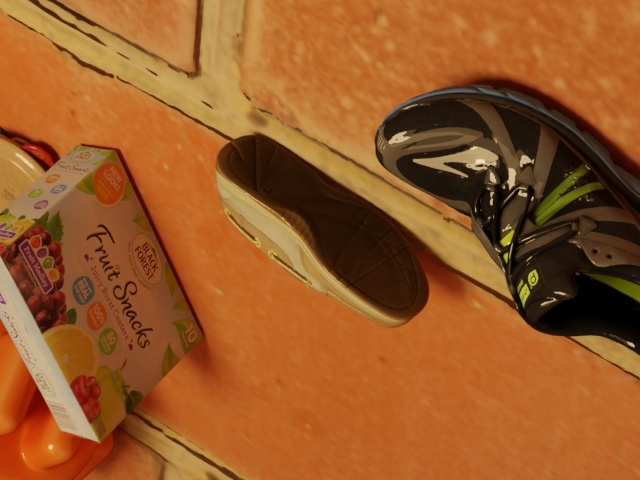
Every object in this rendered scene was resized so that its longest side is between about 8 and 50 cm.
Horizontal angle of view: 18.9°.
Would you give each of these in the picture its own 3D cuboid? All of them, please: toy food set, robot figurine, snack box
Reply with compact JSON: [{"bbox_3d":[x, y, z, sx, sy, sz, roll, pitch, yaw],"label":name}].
[{"bbox_3d":[-0.181,-0.032,1.157,0.083,0.020,0.082,29,143,19],"label":"toy food set"},{"bbox_3d":[-0.226,0.118,1.267,0.219,0.158,0.128,-19,84,51],"label":"robot figurine"},{"bbox_3d":[-0.134,0.031,1.107,0.037,0.100,0.141,9,134,40],"label":"snack box"}]

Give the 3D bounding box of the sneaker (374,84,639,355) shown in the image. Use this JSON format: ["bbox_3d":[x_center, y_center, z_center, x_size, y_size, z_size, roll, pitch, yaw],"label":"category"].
[{"bbox_3d":[0.103,-0.004,0.861,0.188,0.078,0.067,35,144,12],"label":"sneaker"}]

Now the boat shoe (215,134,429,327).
[{"bbox_3d":[0.000,0.000,0.996,0.135,0.050,0.045,43,150,17],"label":"boat shoe"}]
